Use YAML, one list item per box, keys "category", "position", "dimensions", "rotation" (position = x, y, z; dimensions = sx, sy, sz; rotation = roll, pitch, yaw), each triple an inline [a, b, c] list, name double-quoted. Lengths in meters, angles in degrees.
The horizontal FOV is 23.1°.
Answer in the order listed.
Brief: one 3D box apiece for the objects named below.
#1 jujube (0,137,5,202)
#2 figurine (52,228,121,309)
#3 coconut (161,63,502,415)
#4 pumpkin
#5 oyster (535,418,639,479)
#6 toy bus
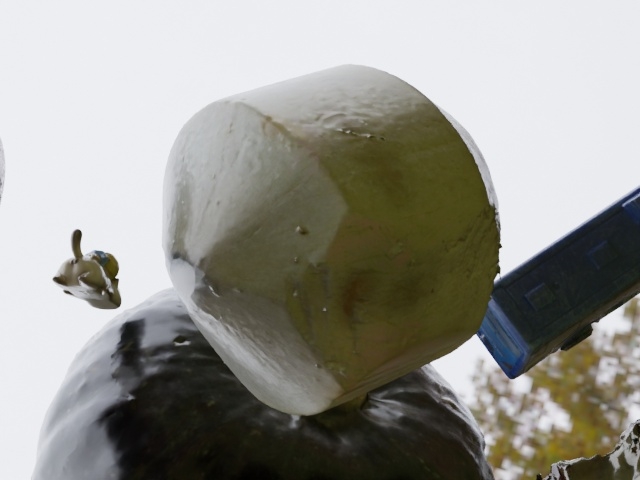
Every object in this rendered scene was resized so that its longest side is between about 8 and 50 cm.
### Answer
- category: "jujube"
  position: [-0.373, -0.030, 1.125]
  dimensions: [0.318, 0.223, 0.223]
  rotation: [-33, -61, -55]
- category: "figurine"
  position: [-0.201, 0.027, 1.394]
  dimensions: [0.083, 0.047, 0.051]
  rotation: [51, -131, -62]
- category: "coconut"
  position: [-0.001, 0.003, 1.052]
  dimensions: [0.241, 0.241, 0.241]
  rotation: [-8, -78, -40]
- category: "pumpkin"
  position: [-0.055, 0.246, 1.459]
  dimensions: [0.454, 0.454, 0.344]
  rotation: [-8, -43, -40]
- category: "oyster"
  position: [0.158, 0.256, 1.043]
  dimensions: [0.096, 0.361, 0.221]
  rotation: [-8, -104, -60]
- category: "toy bus"
  position: [0.229, 0.017, 1.228]
  dimensions: [0.236, 0.094, 0.079]
  rotation: [-33, -97, -13]
